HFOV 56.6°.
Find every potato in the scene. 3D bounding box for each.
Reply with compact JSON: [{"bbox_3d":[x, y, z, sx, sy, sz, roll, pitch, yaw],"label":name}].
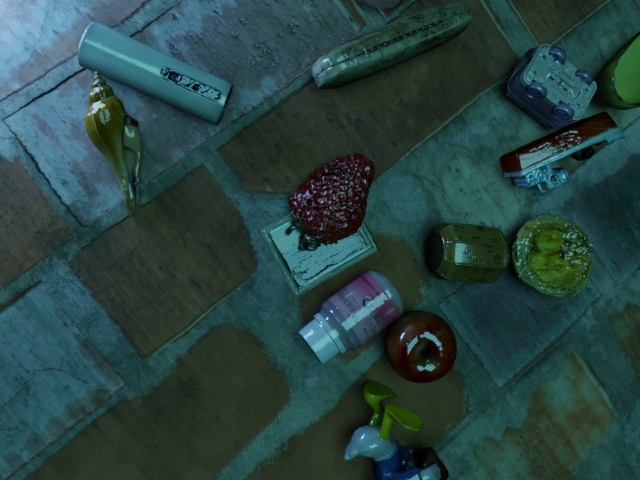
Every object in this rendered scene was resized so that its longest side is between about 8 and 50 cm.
[{"bbox_3d":[0.842,-0.454,1.633,0.271,0.111,0.160,-47,108,-22],"label":"potato"}]

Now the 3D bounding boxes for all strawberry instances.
[{"bbox_3d":[0.036,-0.097,1.441,0.188,0.106,0.286,35,82,-12],"label":"strawberry"}]

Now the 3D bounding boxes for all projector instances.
[{"bbox_3d":[-0.372,-0.378,1.359,0.337,0.108,0.108,22,86,-12],"label":"projector"}]

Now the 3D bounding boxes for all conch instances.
[{"bbox_3d":[-0.470,-0.216,1.352,0.093,0.109,0.330,6,114,24],"label":"conch"}]

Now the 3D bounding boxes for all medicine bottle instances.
[{"bbox_3d":[0.073,0.190,1.448,0.247,0.147,0.147,-35,98,-11],"label":"medicine bottle"}]

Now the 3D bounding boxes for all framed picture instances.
[{"bbox_3d":[0.000,0.000,1.494,0.252,0.014,0.197,-29,96,-11],"label":"framed picture"}]

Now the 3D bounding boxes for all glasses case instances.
[{"bbox_3d":[0.175,-0.479,1.457,0.425,0.156,0.098,-26,98,-12],"label":"glasses case"}]

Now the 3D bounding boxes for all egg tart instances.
[{"bbox_3d":[0.612,0.047,1.597,0.252,0.098,0.231,-16,88,-16],"label":"egg tart"}]

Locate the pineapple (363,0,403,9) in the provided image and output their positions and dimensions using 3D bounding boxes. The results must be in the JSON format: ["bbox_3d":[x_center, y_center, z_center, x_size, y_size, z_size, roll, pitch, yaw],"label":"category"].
[{"bbox_3d":[0.197,-0.734,1.479,0.170,0.141,0.310,19,79,-8],"label":"pineapple"}]

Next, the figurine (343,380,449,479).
[{"bbox_3d":[0.172,0.569,1.490,0.283,0.204,0.338,23,98,-19],"label":"figurine"}]

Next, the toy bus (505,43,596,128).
[{"bbox_3d":[0.594,-0.401,1.560,0.202,0.142,0.142,33,83,-12],"label":"toy bus"}]

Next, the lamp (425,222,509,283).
[{"bbox_3d":[0.372,0.033,1.511,0.185,0.161,0.161,2,90,-14],"label":"lamp"}]

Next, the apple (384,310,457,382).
[{"bbox_3d":[0.244,0.261,1.475,0.181,0.168,0.181,-1,95,-11],"label":"apple"}]

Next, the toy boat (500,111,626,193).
[{"bbox_3d":[0.655,-0.228,1.574,0.332,0.145,0.133,-25,96,-5],"label":"toy boat"}]
